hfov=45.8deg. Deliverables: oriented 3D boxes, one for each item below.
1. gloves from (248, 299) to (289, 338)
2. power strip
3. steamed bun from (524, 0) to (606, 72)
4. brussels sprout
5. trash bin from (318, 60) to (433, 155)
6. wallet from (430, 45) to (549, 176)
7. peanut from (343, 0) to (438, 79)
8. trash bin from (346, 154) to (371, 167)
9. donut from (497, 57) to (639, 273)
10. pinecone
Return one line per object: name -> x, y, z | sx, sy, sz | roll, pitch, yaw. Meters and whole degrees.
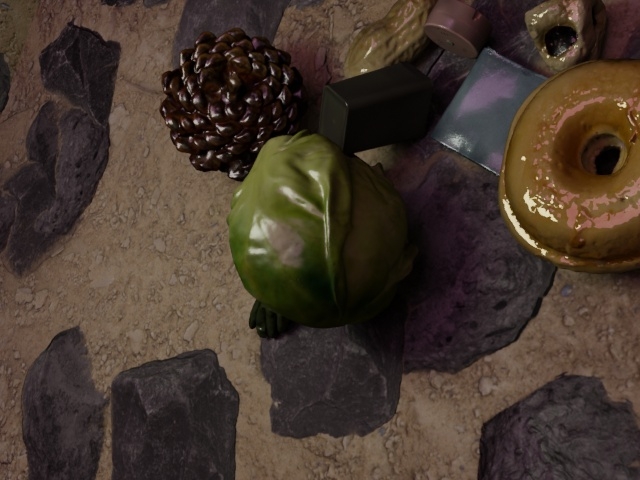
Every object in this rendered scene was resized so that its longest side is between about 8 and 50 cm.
gloves -> -0.083, 0.145, 1.900 | 0.268, 0.107, 0.135 | -43, 23, 20
power strip -> 0.323, -0.499, 1.791 | 0.154, 0.154, 0.078 | 28, 90, 39
steamed bun -> 0.536, -0.430, 1.618 | 0.140, 0.172, 0.155 | -15, 84, 44
brussels sprout -> 0.002, 0.008, 1.652 | 0.342, 0.425, 0.361 | -47, 22, 40
trash bin -> 0.127, -0.308, 1.779 | 0.122, 0.240, 0.164 | 49, 145, 36
wallet -> 0.411, -0.279, 1.711 | 0.290, 0.054, 0.251 | 37, 99, 37
peanut -> 0.181, -0.501, 1.902 | 0.313, 0.152, 0.152 | -40, 55, 16
trash bin -> 0.006, -0.138, 1.884 | 0.236, 0.176, 0.101 | -11, 67, 29
donut -> 0.548, -0.149, 1.466 | 0.448, 0.198, 0.449 | -11, 69, 30
pinecone -> -0.239, -0.348, 2.038 | 0.397, 0.397, 0.398 | -13, 67, 33
